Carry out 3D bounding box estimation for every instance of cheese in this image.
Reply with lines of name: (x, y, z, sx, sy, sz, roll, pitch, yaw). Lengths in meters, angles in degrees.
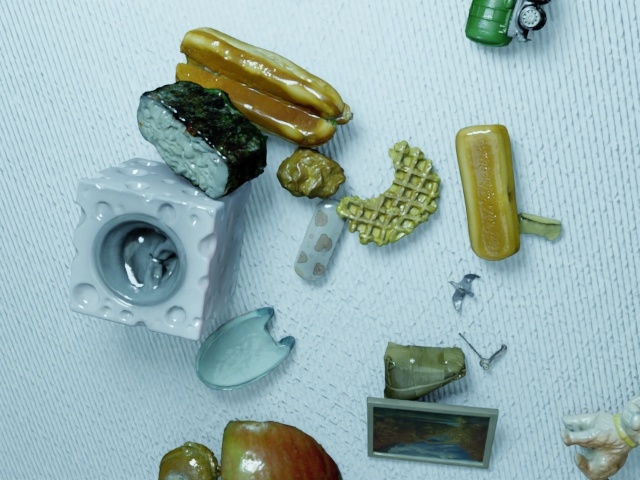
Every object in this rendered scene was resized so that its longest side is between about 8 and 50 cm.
cheese: (0.389, -0.023, 1.238, 0.083, 0.030, 0.044, 13, 129, 1)

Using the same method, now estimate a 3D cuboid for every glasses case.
glasses case: (0.000, 0.000, 1.302, 0.063, 0.041, 0.164, 23, 107, 0)

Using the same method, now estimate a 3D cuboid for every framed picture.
framed picture: (0.213, 0.380, 1.359, 0.249, 0.016, 0.184, 5, 129, 8)

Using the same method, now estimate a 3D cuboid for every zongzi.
zongzi: (0.200, 0.282, 1.338, 0.160, 0.078, 0.176, 3, 116, 11)

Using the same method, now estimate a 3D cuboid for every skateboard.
skateboard: (0.307, 0.197, 1.319, 0.083, 0.032, 0.064, 45, 98, -7)

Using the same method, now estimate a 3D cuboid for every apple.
apple: (-0.087, 0.536, 1.435, 0.179, 0.254, 0.346, -1, 110, 54)

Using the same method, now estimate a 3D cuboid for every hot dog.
hot dog: (-0.098, -0.263, 1.207, 0.337, 0.100, 0.135, 25, 111, 12)

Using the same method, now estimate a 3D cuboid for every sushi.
sushi: (-0.195, -0.175, 1.159, 0.225, 0.127, 0.124, 38, 138, 14)

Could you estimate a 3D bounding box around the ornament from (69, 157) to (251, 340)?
ornament: (-0.282, 0.005, 1.249, 0.238, 0.240, 0.240, 12, 108, 5)

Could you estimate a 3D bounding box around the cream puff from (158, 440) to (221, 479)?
cream puff: (-0.275, 0.492, 1.465, 0.126, 0.103, 0.144, 44, 109, 9)

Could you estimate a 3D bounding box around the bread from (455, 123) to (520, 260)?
bread: (0.294, -0.085, 1.211, 0.092, 0.074, 0.240, -6, 106, 18)

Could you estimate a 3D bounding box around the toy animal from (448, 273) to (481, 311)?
toy animal: (0.261, 0.090, 1.292, 0.050, 0.028, 0.084, 28, 108, -8)

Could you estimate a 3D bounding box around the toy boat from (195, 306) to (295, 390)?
toy boat: (-0.157, 0.218, 1.389, 0.207, 0.079, 0.134, -35, 106, 6)

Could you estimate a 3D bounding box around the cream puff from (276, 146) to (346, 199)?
cream puff: (-0.020, -0.116, 1.236, 0.122, 0.116, 0.094, 34, 97, 14)

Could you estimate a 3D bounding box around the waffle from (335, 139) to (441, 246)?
waffle: (0.126, -0.080, 1.246, 0.194, 0.051, 0.149, -35, 99, 9)

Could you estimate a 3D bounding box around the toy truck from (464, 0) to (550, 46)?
toy truck: (0.315, -0.427, 1.095, 0.124, 0.101, 0.243, 19, 112, 16)

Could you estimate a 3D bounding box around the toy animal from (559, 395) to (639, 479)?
toy animal: (0.569, 0.379, 1.277, 0.185, 0.104, 0.184, -32, 100, 24)
